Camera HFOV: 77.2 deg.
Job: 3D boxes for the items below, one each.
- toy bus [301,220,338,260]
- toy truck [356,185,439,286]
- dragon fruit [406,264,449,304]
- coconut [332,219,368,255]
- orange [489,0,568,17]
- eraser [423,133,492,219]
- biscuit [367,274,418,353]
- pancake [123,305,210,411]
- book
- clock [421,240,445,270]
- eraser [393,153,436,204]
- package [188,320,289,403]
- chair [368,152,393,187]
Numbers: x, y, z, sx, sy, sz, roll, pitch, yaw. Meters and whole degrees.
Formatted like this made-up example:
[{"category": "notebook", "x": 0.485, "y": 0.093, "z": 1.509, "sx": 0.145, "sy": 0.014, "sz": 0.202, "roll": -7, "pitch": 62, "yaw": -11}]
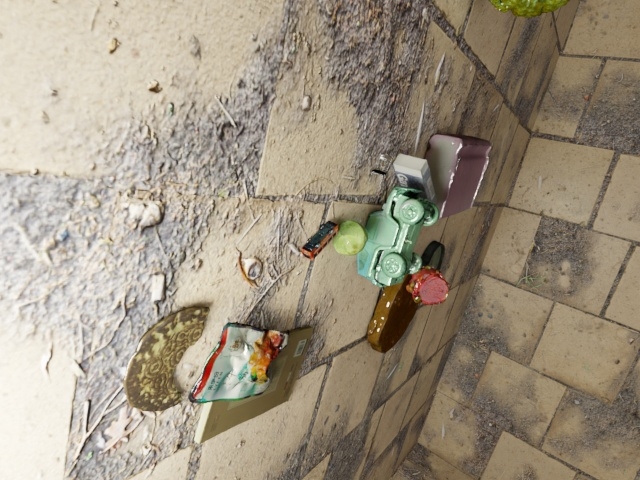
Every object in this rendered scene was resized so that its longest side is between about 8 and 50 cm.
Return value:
[{"category": "toy bus", "x": 0.000, "y": 0.000, "z": 0.916, "sx": 0.110, "sy": 0.031, "sz": 0.043, "roll": -46, "pitch": 150, "yaw": -32}, {"category": "toy truck", "x": 0.210, "y": -0.011, "z": 1.112, "sx": 0.155, "sy": 0.156, "sz": 0.279, "roll": -3, "pitch": 111, "yaw": -57}, {"category": "dragon fruit", "x": 0.375, "y": 0.164, "z": 1.397, "sx": 0.133, "sy": 0.150, "sz": 0.208, "roll": -35, "pitch": 155, "yaw": 6}, {"category": "coconut", "x": 0.072, "y": -0.005, "z": 0.976, "sx": 0.096, "sy": 0.088, "sz": 0.088, "roll": 7, "pitch": 104, "yaw": -64}, {"category": "orange", "x": 0.581, "y": -0.748, "z": 1.055, "sx": 0.301, "sy": 0.300, "sz": 0.223, "roll": 105, "pitch": 6, "yaw": -56}, {"category": "eraser", "x": 0.469, "y": -0.231, "z": 1.412, "sx": 0.359, "sy": 0.122, "sz": 0.272, "roll": -17, "pitch": 126, "yaw": -51}, {"category": "biscuit", "x": 0.291, "y": 0.229, "z": 1.481, "sx": 0.359, "sy": 0.074, "sz": 0.381, "roll": -22, "pitch": 125, "yaw": -52}, {"category": "pancake", "x": -0.245, "y": 0.196, "z": 0.675, "sx": 0.190, "sy": 0.020, "sz": 0.184, "roll": -50, "pitch": 145, "yaw": -24}, {"category": "book", "x": -0.136, "y": 0.314, "z": 0.920, "sx": 0.310, "sy": 0.021, "sz": 0.217, "roll": 8, "pitch": 103, "yaw": -58}, {"category": "clock", "x": 0.468, "y": 0.107, "z": 1.705, "sx": 0.215, "sy": 0.042, "sz": 0.215, "roll": -35, "pitch": 137, "yaw": -41}, {"category": "eraser", "x": 0.282, "y": -0.169, "z": 1.182, "sx": 0.046, "sy": 0.092, "sz": 0.212, "roll": -59, "pitch": 148, "yaw": -13}, {"category": "package", "x": -0.144, "y": 0.249, "z": 0.807, "sx": 0.232, "sy": 0.040, "sz": 0.166, "roll": 31, "pitch": 84, "yaw": -58}, {"category": "chair", "x": 0.153, "y": -0.180, "z": 1.030, "sx": 0.042, "sy": 0.037, "sz": 0.086, "roll": -27, "pitch": 137, "yaw": -62}]
